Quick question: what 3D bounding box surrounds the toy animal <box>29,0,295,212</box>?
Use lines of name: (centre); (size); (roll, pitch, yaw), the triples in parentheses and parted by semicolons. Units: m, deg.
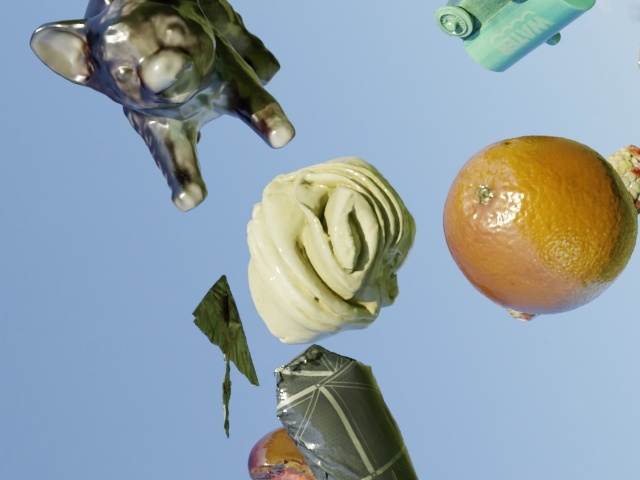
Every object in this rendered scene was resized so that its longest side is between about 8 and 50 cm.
toy animal: (-0.188, -0.219, 1.668); (0.302, 0.194, 0.344); (50, -176, -19)

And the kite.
kite: (-0.122, 0.152, 2.031); (0.229, 0.012, 0.250); (54, -152, -51)

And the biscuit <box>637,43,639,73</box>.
biscuit: (0.345, -0.166, 1.443); (0.120, 0.015, 0.120); (2, -94, -31)

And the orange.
orange: (0.224, -0.018, 1.580); (0.206, 0.206, 0.206); (45, -155, -27)

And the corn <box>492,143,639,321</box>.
corn: (0.308, -0.012, 1.836); (0.092, 0.280, 0.092); (44, 165, 15)

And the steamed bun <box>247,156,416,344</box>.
steamed bun: (0.001, 0.003, 2.408); (0.276, 0.289, 0.203); (57, -179, 27)

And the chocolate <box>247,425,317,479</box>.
chocolate: (-0.046, 0.349, 2.407); (0.133, 0.124, 0.127); (17, -145, -29)

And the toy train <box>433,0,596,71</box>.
toy train: (0.257, -0.313, 2.023); (0.159, 0.248, 0.101); (38, -119, -12)

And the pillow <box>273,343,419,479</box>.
pillow: (0.047, 0.294, 2.080); (0.161, 0.092, 0.335); (-29, -80, -37)
